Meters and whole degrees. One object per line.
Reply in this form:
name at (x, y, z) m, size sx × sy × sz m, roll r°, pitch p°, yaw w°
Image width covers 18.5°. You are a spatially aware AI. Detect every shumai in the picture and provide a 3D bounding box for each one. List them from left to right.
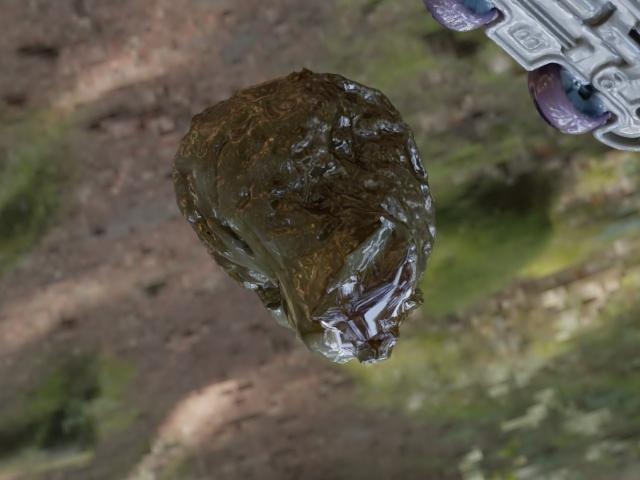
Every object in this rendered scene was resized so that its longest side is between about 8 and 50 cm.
shumai at (0.000, 0.000, 1.316) m, size 0.166 × 0.175 × 0.206 m, roll -35°, pitch 123°, yaw 17°

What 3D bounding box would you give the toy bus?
toy bus at (0.154, -0.156, 1.022) m, size 0.202 × 0.142 × 0.142 m, roll 38°, pitch 139°, yaw -27°
